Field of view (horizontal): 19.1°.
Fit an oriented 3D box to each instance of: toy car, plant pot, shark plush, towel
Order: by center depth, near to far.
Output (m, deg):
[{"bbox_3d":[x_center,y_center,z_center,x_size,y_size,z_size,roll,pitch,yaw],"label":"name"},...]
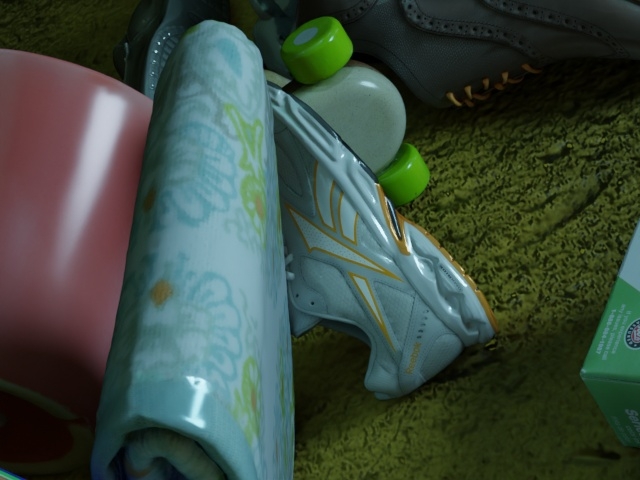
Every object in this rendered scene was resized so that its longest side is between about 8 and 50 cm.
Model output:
[{"bbox_3d":[-0.068,0.108,1.161,0.090,0.374,0.320,-2,45,1],"label":"towel"},{"bbox_3d":[-0.234,0.029,1.431,0.275,0.275,0.243,-6,58,28],"label":"plant pot"},{"bbox_3d":[-0.024,-0.100,1.501,0.149,0.155,0.188,-35,29,-2],"label":"toy car"},{"bbox_3d":[-0.012,-0.169,1.622,0.067,0.073,0.161,-11,31,-21],"label":"shark plush"}]

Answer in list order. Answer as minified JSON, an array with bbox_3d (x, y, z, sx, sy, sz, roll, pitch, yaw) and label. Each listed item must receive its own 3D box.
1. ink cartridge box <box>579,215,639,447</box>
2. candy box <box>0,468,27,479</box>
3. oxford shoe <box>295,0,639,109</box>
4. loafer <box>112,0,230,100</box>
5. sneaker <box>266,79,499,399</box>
[{"bbox_3d":[0.292,0.056,1.181,0.212,0.093,0.154,2,53,36],"label":"ink cartridge box"},{"bbox_3d":[-0.127,0.276,1.008,0.268,0.317,0.122,-40,37,33],"label":"candy box"},{"bbox_3d":[0.144,-0.160,1.492,0.363,0.130,0.133,12,91,32],"label":"oxford shoe"},{"bbox_3d":[-0.131,-0.150,1.665,0.087,0.094,0.251,-41,25,29],"label":"loafer"},{"bbox_3d":[0.000,0.000,1.336,0.121,0.099,0.262,-42,82,1],"label":"sneaker"}]
